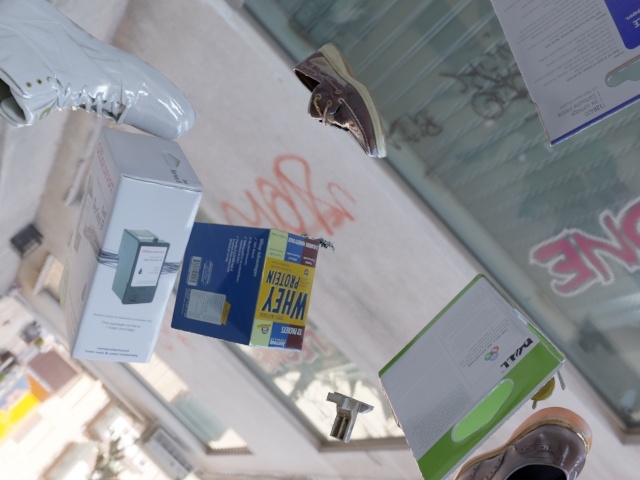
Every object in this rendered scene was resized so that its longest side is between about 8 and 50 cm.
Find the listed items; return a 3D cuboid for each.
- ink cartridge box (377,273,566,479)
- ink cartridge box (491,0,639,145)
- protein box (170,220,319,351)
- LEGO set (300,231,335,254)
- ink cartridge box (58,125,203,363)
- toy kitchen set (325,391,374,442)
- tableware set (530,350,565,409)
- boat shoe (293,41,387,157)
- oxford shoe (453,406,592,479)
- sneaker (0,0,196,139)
[{"bbox_3d":[0.180,0.170,0.831,0.189,0.097,0.255,-46,-164,8],"label":"ink cartridge box"},{"bbox_3d":[0.392,-0.333,1.012,0.072,0.307,0.303,-12,168,-45],"label":"ink cartridge box"},{"bbox_3d":[-0.134,0.079,1.318,0.201,0.136,0.200,6,-97,39],"label":"protein box"},{"bbox_3d":[0.000,0.000,1.522,0.054,0.083,0.023,23,-99,48],"label":"LEGO set"},{"bbox_3d":[-0.291,0.002,1.108,0.211,0.121,0.289,49,-56,55],"label":"ink cartridge box"},{"bbox_3d":[0.047,0.302,1.251,0.083,0.068,0.075,37,70,-61],"label":"toy kitchen set"},{"bbox_3d":[0.279,0.198,1.069,0.154,0.024,0.104,-31,-137,29],"label":"tableware set"},{"bbox_3d":[0.033,-0.278,1.538,0.123,0.342,0.123,-23,144,-4],"label":"boat shoe"},{"bbox_3d":[0.288,0.415,1.197,0.133,0.130,0.364,-44,164,-55],"label":"oxford shoe"},{"bbox_3d":[-0.318,-0.184,0.967,0.108,0.292,0.169,-44,-160,47],"label":"sneaker"}]
